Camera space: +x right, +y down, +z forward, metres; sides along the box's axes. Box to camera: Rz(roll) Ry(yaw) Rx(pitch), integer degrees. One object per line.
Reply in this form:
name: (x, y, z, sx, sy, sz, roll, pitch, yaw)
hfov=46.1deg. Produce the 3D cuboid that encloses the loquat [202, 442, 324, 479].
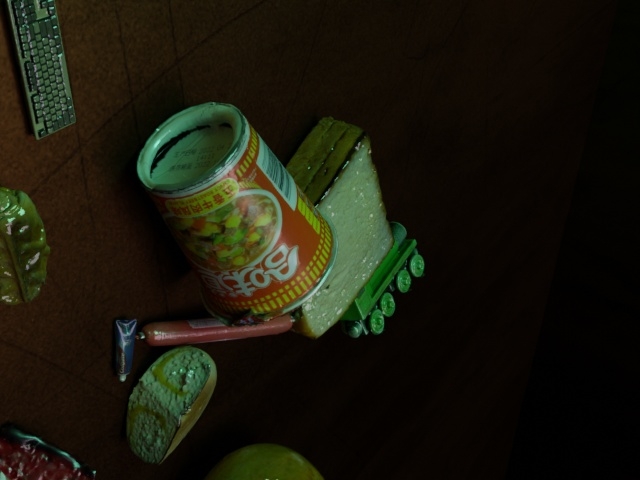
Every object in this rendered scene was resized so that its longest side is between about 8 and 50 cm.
loquat: (-0.083, 0.423, 1.132, 0.244, 0.244, 0.244, -38, 140, -42)

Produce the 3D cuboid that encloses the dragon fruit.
dragon fruit: (-0.325, 0.292, 0.774, 0.192, 0.092, 0.122, -47, 145, -32)

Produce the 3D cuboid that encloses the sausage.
sausage: (-0.130, 0.115, 0.988, 0.253, 0.034, 0.034, 0, 110, -44)

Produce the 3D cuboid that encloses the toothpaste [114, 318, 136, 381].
toothpaste: (-0.233, 0.130, 0.893, 0.027, 0.019, 0.083, -4, 114, -32)

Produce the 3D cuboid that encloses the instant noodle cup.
instant noodle cup: (-0.102, -0.035, 0.857, 0.193, 0.193, 0.212, -55, 141, -22)

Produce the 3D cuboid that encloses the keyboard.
keyboard: (-0.248, -0.157, 0.673, 0.049, 0.015, 0.129, -37, 138, -43)

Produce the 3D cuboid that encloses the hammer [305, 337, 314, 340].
hammer: (0.025, 0.118, 1.313, 0.201, 0.021, 0.078, -17, 118, -55)

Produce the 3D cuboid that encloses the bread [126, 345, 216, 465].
bread: (-0.181, 0.199, 0.960, 0.094, 0.083, 0.157, -10, 130, -58)

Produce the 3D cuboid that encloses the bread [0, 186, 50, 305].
bread: (-0.283, 0.002, 0.683, 0.066, 0.060, 0.110, -15, 126, -20)

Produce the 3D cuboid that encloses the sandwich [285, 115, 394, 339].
sandwich: (-0.001, -0.001, 1.114, 0.249, 0.095, 0.273, -53, 149, -21)

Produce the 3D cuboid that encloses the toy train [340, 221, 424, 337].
toy train: (0.100, 0.065, 1.328, 0.251, 0.085, 0.119, -51, 125, -43)
